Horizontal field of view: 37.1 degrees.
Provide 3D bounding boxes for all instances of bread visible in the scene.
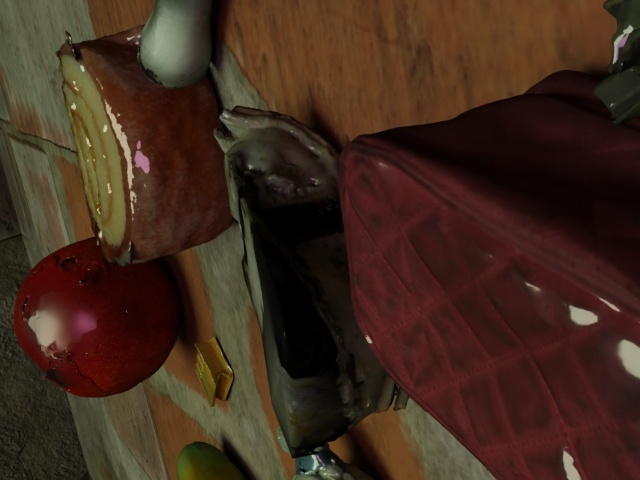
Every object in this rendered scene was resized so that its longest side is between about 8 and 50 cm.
[{"bbox_3d":[-0.176,-0.098,0.957,0.190,0.123,0.244,28,131,56],"label":"bread"}]

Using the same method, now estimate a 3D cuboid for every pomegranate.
[{"bbox_3d":[-0.284,0.099,1.241,0.235,0.210,0.210,53,-167,-76],"label":"pomegranate"}]

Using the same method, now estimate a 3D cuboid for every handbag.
[{"bbox_3d":[0.115,0.026,0.397,0.225,0.135,0.146,38,139,46],"label":"handbag"},{"bbox_3d":[-0.133,0.161,1.164,0.061,0.027,0.083,60,155,23],"label":"handbag"}]

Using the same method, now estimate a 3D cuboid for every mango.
[{"bbox_3d":[-0.127,0.339,1.196,0.194,0.092,0.130,60,153,32],"label":"mango"}]

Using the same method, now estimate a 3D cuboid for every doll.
[{"bbox_3d":[0.023,0.244,0.823,0.214,0.072,0.103,58,154,20],"label":"doll"}]

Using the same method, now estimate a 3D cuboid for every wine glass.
[{"bbox_3d":[-0.119,-0.204,0.823,0.072,0.072,0.155,63,154,20],"label":"wine glass"}]

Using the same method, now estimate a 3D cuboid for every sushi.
[{"bbox_3d":[-0.003,0.005,0.701,0.134,0.109,0.273,93,164,-47],"label":"sushi"}]

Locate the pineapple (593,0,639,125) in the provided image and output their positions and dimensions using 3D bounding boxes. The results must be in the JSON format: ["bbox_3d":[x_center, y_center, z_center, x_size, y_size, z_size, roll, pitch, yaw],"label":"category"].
[{"bbox_3d":[0.126,-0.156,0.223,0.141,0.170,0.310,-92,-1,-51],"label":"pineapple"}]
